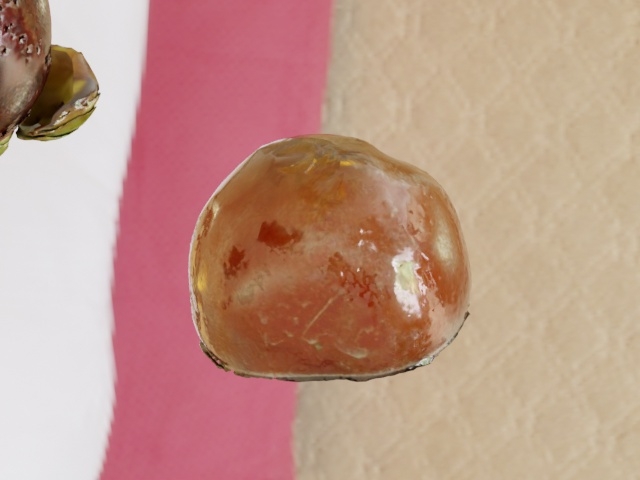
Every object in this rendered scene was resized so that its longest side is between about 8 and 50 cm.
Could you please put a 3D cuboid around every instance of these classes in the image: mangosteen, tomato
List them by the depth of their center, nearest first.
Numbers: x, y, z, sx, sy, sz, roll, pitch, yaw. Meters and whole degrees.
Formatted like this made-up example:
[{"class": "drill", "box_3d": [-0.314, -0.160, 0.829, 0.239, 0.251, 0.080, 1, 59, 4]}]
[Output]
[{"class": "mangosteen", "box_3d": [-0.220, -0.110, 0.902, 0.166, 0.180, 0.166, -13, 58, 21]}, {"class": "tomato", "box_3d": [0.000, 0.000, 1.188, 0.214, 0.181, 0.155, -6, 126, 8]}]
